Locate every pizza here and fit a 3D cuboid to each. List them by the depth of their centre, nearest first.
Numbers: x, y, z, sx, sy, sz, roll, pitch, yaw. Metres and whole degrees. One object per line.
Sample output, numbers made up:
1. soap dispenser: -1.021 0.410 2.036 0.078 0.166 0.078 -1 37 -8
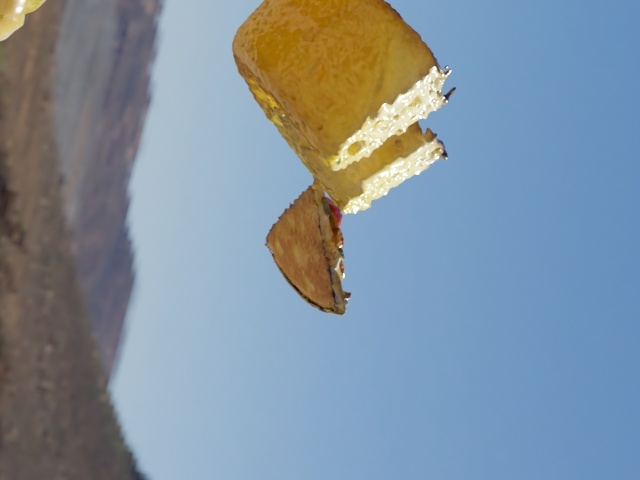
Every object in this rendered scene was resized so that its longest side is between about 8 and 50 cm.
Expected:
1. pizza: 0.001 0.015 1.396 0.099 0.029 0.100 65 -33 23

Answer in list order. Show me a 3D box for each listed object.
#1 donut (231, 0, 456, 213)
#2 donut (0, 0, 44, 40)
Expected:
1. donut: 0.008 -0.113 1.270 0.101 0.152 0.259 -39 169 -2
2. donut: -0.301 -0.266 1.210 0.170 0.360 0.360 -96 -158 -53
